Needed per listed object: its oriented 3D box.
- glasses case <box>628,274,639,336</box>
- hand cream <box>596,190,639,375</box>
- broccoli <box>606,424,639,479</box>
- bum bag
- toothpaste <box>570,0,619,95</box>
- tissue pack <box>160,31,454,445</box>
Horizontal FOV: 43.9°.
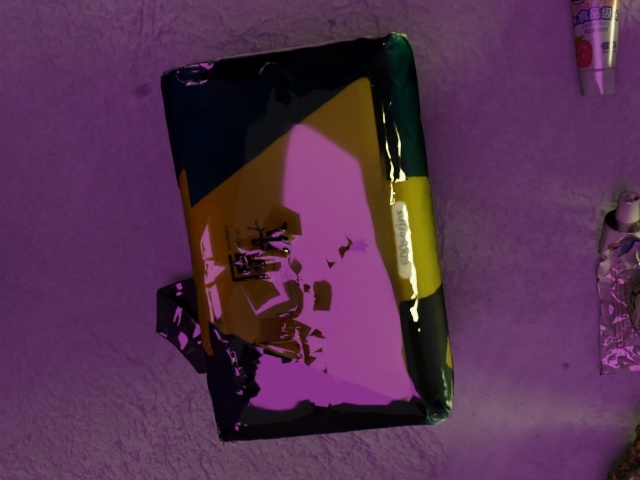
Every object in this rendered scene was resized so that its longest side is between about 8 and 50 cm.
[{"bbox_3d":[0.543,0.111,0.949,0.354,0.085,0.137,20,110,-4],"label":"glasses case"},{"bbox_3d":[0.385,0.056,0.998,0.084,0.050,0.257,-6,115,16],"label":"hand cream"},{"bbox_3d":[0.434,0.342,1.000,0.180,0.273,0.242,23,115,40],"label":"broccoli"},{"bbox_3d":[-0.082,0.091,1.095,0.310,0.074,0.137,-17,93,12],"label":"bum bag"},{"bbox_3d":[0.314,-0.265,0.906,0.067,0.043,0.195,-3,103,17],"label":"toothpaste"},{"bbox_3d":[0.000,0.000,0.910,0.264,0.253,0.417,-7,94,11],"label":"tissue pack"}]
